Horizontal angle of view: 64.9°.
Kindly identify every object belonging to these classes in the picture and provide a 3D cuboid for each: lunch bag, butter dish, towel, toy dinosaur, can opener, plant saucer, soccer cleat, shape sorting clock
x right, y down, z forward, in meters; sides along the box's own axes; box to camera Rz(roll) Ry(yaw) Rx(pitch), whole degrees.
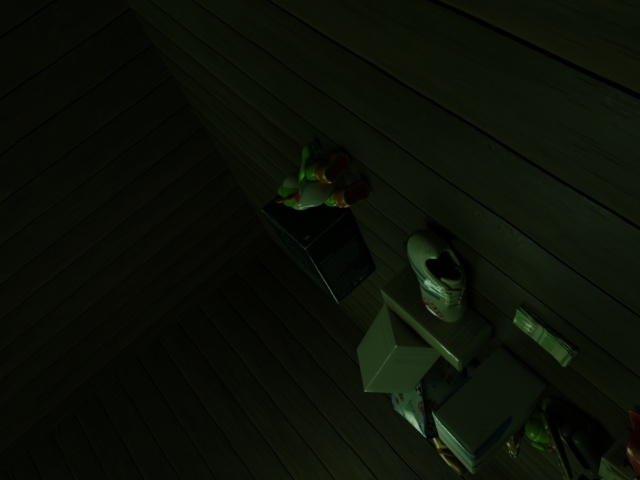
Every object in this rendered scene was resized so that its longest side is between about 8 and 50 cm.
[{"bbox_3d":[0.398,0.472,1.867,0.328,0.239,0.386,179,82,-75],"label":"lunch bag"},{"bbox_3d":[0.674,0.449,1.001,0.160,0.118,0.160,56,167,-32],"label":"butter dish"},{"bbox_3d":[0.504,0.220,1.145,0.152,0.023,0.113,43,168,30],"label":"towel"},{"bbox_3d":[0.629,0.607,1.792,0.296,0.127,0.200,58,166,22],"label":"toy dinosaur"},{"bbox_3d":[0.695,0.596,1.307,0.283,0.095,0.076,52,168,-20],"label":"can opener"},{"bbox_3d":[0.712,0.538,1.401,0.241,0.037,0.241,47,169,12],"label":"plant saucer"},{"bbox_3d":[0.317,0.114,1.278,0.331,0.116,0.143,56,168,-33],"label":"soccer cleat"},{"bbox_3d":[0.634,0.560,1.352,0.206,0.040,0.206,-18,-90,-71],"label":"shape sorting clock"}]

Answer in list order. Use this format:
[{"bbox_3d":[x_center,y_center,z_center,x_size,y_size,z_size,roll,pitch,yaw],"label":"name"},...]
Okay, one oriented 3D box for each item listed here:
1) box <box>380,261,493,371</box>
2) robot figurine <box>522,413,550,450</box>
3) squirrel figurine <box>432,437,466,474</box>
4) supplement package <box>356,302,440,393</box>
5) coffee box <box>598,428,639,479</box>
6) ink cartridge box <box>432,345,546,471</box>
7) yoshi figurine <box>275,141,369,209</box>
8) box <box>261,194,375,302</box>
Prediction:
[{"bbox_3d":[0.340,0.218,1.487,0.311,0.148,0.121,44,169,32],"label":"box"},{"bbox_3d":[0.684,0.589,1.548,0.115,0.101,0.067,18,175,2],"label":"robot figurine"},{"bbox_3d":[0.549,0.717,2.114,0.397,0.281,0.370,40,160,31],"label":"squirrel figurine"},{"bbox_3d":[0.258,0.361,1.680,0.175,0.177,0.293,-99,23,-44],"label":"supplement package"},{"bbox_3d":[0.755,0.555,1.101,0.246,0.098,0.141,40,167,41],"label":"coffee box"},{"bbox_3d":[0.503,0.526,1.524,0.166,0.285,0.395,44,169,33],"label":"ink cartridge box"},{"bbox_3d":[0.003,-0.180,1.519,0.203,0.204,0.362,9,175,-31],"label":"yoshi figurine"},{"bbox_3d":[0.000,0.000,1.920,0.293,0.212,0.395,41,168,39],"label":"box"}]
